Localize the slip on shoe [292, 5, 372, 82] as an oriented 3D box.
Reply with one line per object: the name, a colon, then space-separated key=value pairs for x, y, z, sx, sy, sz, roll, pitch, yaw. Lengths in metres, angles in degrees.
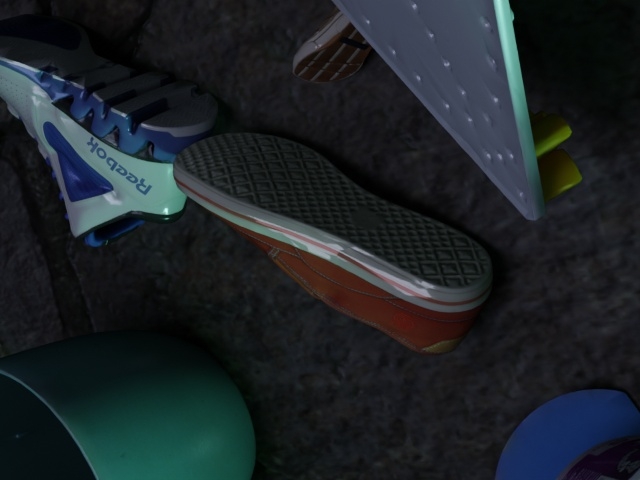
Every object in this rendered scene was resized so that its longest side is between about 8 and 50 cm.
slip on shoe: x=0.021 y=-0.178 z=1.319 sx=0.135 sy=0.051 sz=0.041 roll=-41 pitch=38 yaw=55

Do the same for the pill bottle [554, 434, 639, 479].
pill bottle: x=0.257 y=0.220 z=1.065 sx=0.169 sy=0.169 sz=0.301 roll=63 pitch=174 yaw=3

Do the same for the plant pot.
plant pot: x=-0.209 y=0.225 z=1.585 sx=0.293 sy=0.235 sz=0.293 roll=20 pitch=120 yaw=38

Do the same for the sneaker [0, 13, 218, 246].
sneaker: x=-0.242 y=-0.097 z=1.554 sx=0.315 sy=0.127 sz=0.182 roll=29 pitch=124 yaw=32

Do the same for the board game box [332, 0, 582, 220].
board game box: x=0.036 y=-0.254 z=1.058 sx=0.390 sy=0.050 sz=0.390 roll=54 pitch=170 yaw=37

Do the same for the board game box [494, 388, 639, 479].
board game box: x=0.224 y=0.207 z=1.256 sx=0.133 sy=0.033 sz=0.168 roll=-36 pitch=75 yaw=4

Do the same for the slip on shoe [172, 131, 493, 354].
slip on shoe: x=0.000 y=0.000 z=1.363 sx=0.331 sy=0.123 sz=0.101 roll=28 pitch=132 yaw=26
